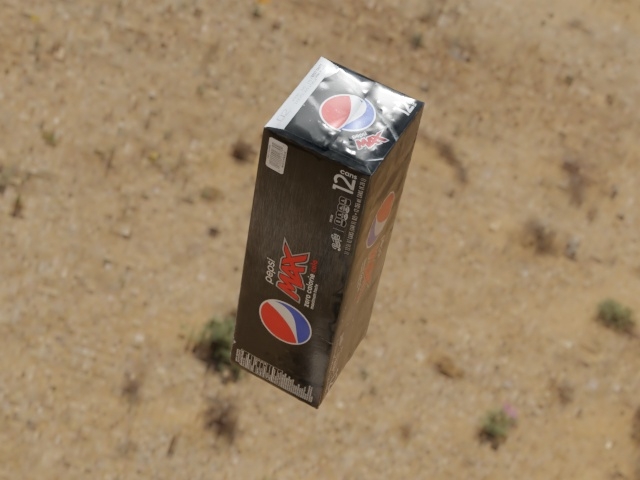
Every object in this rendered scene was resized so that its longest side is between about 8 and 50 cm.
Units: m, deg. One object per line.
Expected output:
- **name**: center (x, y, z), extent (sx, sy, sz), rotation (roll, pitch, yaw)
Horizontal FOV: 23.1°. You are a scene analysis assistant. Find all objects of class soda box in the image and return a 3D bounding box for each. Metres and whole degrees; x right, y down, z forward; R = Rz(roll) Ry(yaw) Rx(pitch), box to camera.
- **soda box**: center (0.000, 0.000, 0.729), extent (0.053, 0.169, 0.060), rotation (26, 49, 12)
